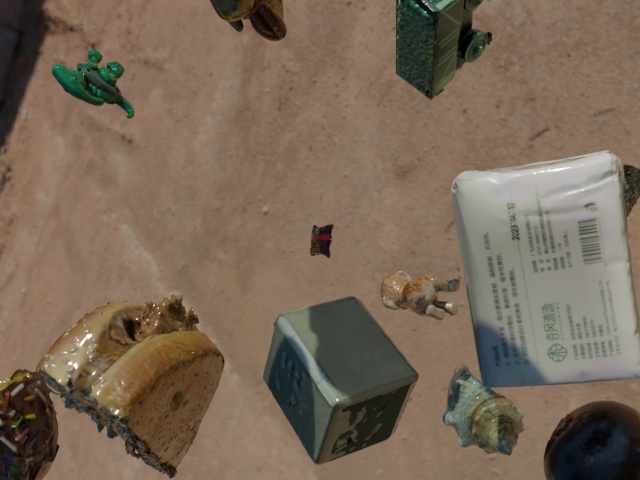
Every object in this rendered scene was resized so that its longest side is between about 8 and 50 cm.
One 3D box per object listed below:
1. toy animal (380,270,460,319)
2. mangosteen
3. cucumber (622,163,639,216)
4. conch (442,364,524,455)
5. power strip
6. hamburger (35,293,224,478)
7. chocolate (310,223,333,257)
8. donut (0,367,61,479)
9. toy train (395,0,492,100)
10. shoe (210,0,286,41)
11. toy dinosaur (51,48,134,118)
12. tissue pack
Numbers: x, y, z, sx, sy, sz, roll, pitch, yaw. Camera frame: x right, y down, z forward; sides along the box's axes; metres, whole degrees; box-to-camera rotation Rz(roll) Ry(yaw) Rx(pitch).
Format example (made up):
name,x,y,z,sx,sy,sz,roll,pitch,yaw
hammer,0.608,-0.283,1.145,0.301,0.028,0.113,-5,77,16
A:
name,x,y,z,sx,sy,sz,roll,pitch,yaw
toy animal,0.191,0.116,1.613,0.185,0.183,0.104,14,95,44
mangosteen,0.563,0.444,1.369,0.261,0.235,0.235,42,116,9
cucumber,0.591,-0.034,1.522,0.096,0.096,0.359,-3,34,47
conch,0.380,0.421,1.785,0.203,0.169,0.386,66,166,-22
power strip,0.009,0.169,0.992,0.224,0.139,0.140,52,142,39
hamburger,-0.331,0.243,1.344,0.268,0.445,0.287,28,65,16
chocolate,0.000,0.000,1.731,0.182,0.028,0.086,-171,87,-72
donut,-0.370,0.188,0.757,0.230,0.096,0.216,17,117,22
toy train,0.217,-0.375,1.246,0.154,0.269,0.115,-41,67,-14
shoe,-0.072,-0.254,0.749,0.072,0.109,0.069,-24,75,10
toy dinosaur,-0.332,-0.227,1.062,0.059,0.132,0.096,-39,30,29
tissue pack,0.372,0.042,1.172,0.266,0.194,0.357,-8,97,18
